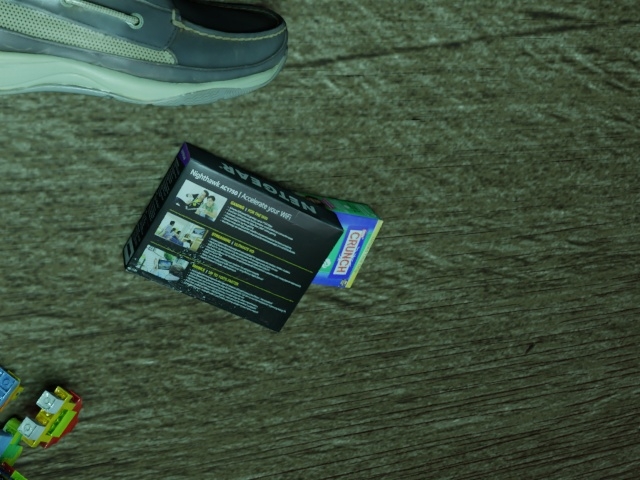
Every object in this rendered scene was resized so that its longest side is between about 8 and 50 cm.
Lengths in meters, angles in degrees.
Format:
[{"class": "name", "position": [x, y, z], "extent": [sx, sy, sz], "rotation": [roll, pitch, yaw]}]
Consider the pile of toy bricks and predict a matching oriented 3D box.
[{"class": "pile of toy bricks", "position": [-0.337, 0.223, 1.078], "extent": [0.212, 0.118, 0.105], "rotation": [-55, 163, -7]}]

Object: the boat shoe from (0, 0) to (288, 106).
[{"class": "boat shoe", "position": [-0.172, -0.185, 0.832], "extent": [0.355, 0.132, 0.130], "rotation": [-6, 119, -36]}]

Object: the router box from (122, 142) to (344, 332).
[{"class": "router box", "position": [-0.086, 0.001, 1.054], "extent": [0.179, 0.046, 0.133], "rotation": [25, 109, -24]}]

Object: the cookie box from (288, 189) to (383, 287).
[{"class": "cookie box", "position": [0.000, 0.000, 1.140], "extent": [0.107, 0.040, 0.092], "rotation": [8, 118, -36]}]
